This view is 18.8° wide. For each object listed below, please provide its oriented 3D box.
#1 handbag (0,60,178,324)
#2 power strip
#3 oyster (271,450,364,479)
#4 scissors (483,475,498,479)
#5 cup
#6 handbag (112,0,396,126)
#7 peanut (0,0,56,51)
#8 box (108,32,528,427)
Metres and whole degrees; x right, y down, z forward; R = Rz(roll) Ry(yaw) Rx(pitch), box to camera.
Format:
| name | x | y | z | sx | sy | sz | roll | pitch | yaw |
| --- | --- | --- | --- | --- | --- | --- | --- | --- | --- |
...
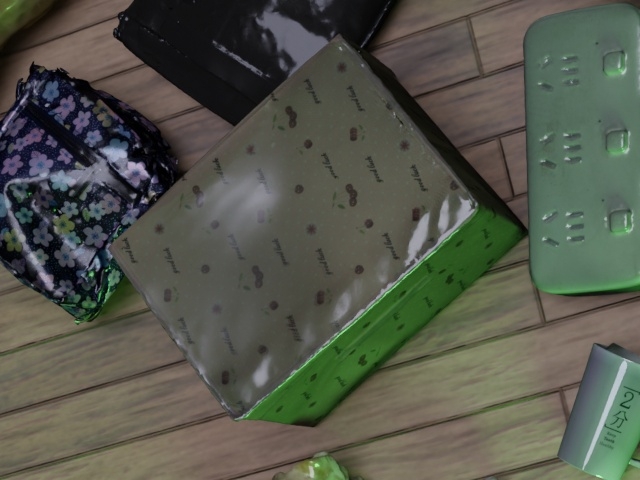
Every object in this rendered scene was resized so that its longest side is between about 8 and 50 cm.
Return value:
| name | x | y | z | sx | sy | sz | roll | pitch | yaw |
| --- | --- | --- | --- | --- | --- | --- | --- | --- | --- |
| handbag | -0.256 | -0.055 | 1.939 | 0.229 | 0.127 | 0.208 | 38 | 90 | 22 |
| power strip | 0.281 | -0.086 | 1.756 | 0.194 | 0.059 | 0.264 | -7 | 78 | 31 |
| oyster | 0.027 | 0.367 | 1.781 | 0.271 | 0.100 | 0.275 | 29 | 88 | 7 |
| scissors | 0.158 | 0.376 | 1.735 | 0.160 | 0.024 | 0.317 | -13 | 78 | -13 |
| cup | 0.276 | 0.158 | 1.737 | 0.104 | 0.074 | 0.116 | 20 | 93 | -6 |
| handbag | -0.067 | -0.233 | 1.919 | 0.247 | 0.080 | 0.223 | 36 | 96 | 23 |
| peanut | -0.367 | -0.236 | 2.002 | 0.313 | 0.149 | 0.149 | -46 | 69 | 9 |
| box | 0.000 | 0.000 | 1.799 | 0.297 | 0.190 | 0.225 | -42 | 69 | 9 |
